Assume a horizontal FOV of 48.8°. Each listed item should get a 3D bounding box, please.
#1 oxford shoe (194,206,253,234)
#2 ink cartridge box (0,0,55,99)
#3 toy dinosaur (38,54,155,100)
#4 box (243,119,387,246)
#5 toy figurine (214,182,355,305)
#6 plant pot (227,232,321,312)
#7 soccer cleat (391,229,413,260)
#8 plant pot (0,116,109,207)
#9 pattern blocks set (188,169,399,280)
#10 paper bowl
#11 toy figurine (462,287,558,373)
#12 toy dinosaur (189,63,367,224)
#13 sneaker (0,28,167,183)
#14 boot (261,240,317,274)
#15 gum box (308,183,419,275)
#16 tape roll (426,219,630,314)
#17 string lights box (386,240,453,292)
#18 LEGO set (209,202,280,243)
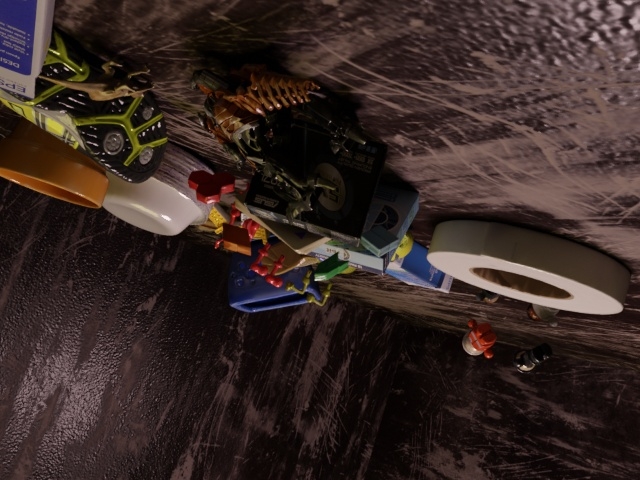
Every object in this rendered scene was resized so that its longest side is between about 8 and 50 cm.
[{"bbox_3d":[-0.264,-0.059,2.071,0.212,0.076,0.076,9,133,-11],"label":"oxford shoe"},{"bbox_3d":[-0.453,-0.297,0.781,0.303,0.072,0.307,20,162,-20],"label":"ink cartridge box"},{"bbox_3d":[-0.305,-0.222,1.013,0.092,0.053,0.183,-20,171,39],"label":"toy dinosaur"},{"bbox_3d":[-0.006,-0.089,1.066,0.180,0.147,0.077,18,172,4],"label":"box"},{"bbox_3d":[-0.011,0.033,1.469,0.362,0.191,0.217,36,172,-36],"label":"toy figurine"},{"bbox_3d":[-0.138,0.077,2.016,0.236,0.212,0.236,-11,167,6],"label":"plant pot"},{"bbox_3d":[0.134,-0.018,1.422,0.121,0.093,0.289,4,166,33],"label":"soccer cleat"},{"bbox_3d":[-0.472,-0.182,1.295,0.205,0.188,0.205,17,171,3],"label":"plant pot"},{"bbox_3d":[-0.042,-0.048,1.165,0.285,0.026,0.325,-19,-135,-26],"label":"pattern blocks set"},{"bbox_3d":[-0.376,-0.113,1.558,0.284,0.148,0.284,19,164,6],"label":"paper bowl"},{"bbox_3d":[0.469,0.204,1.731,0.213,0.210,0.148,17,160,3],"label":"toy figurine"},{"bbox_3d":[-0.071,-0.146,0.895,0.218,0.164,0.322,37,-172,-15],"label":"toy dinosaur"},{"bbox_3d":[-0.389,-0.225,1.106,0.147,0.145,0.385,21,164,36],"label":"sneaker"},{"bbox_3d":[0.000,0.000,1.756,0.262,0.095,0.203,-23,-176,21],"label":"boot"},{"bbox_3d":[0.066,-0.032,1.206,0.157,0.184,0.041,15,135,20],"label":"gum box"},{"bbox_3d":[0.403,0.056,1.397,0.392,0.072,0.392,18,171,3],"label":"tape roll"},{"bbox_3d":[0.209,0.051,1.743,0.133,0.077,0.259,11,169,43],"label":"string lights box"},{"bbox_3d":[-0.208,-0.083,1.764,0.287,0.107,0.132,22,130,3],"label":"LEGO set"}]
